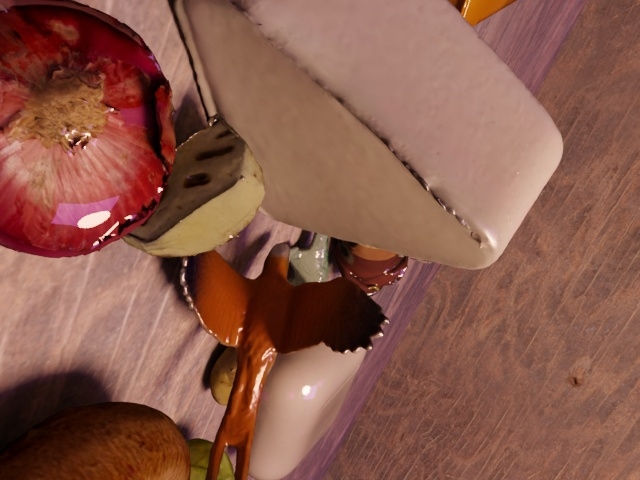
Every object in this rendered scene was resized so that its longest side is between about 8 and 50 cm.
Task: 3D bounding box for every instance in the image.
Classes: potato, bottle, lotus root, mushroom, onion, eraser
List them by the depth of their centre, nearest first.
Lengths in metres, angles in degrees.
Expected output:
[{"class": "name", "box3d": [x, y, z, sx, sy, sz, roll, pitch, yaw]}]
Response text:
[{"class": "onion", "box3d": [-0.168, -0.063, 0.357, 0.150, 0.150, 0.140, -51, -161, -22]}, {"class": "eraser", "box3d": [0.014, -0.137, 0.519, 0.150, 0.331, 0.331, -53, 160, -20]}, {"class": "mushroom", "box3d": [-0.258, 0.311, 0.547, 0.345, 0.239, 0.345, -34, 169, -7]}, {"class": "lotus root", "box3d": [-0.106, -0.031, 0.549, 0.143, 0.070, 0.144, -43, 161, 3]}, {"class": "potato", "box3d": [-0.124, 0.196, 0.887, 0.138, 0.070, 0.092, -50, 169, 32]}, {"class": "bottle", "box3d": [0.094, 0.016, 1.051, 0.156, 0.143, 0.271, -47, 159, -29]}]

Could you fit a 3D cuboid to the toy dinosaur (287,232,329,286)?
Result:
[{"class": "toy dinosaur", "box3d": [-0.024, 0.026, 0.885, 0.129, 0.076, 0.382, -50, 164, -41]}]

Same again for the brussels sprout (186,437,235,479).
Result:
[{"class": "brussels sprout", "box3d": [-0.214, 0.399, 0.863, 0.223, 0.161, 0.223, -52, -177, 4]}]

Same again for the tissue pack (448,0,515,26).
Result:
[{"class": "tissue pack", "box3d": [0.185, -0.386, 0.669, 0.274, 0.145, 0.194, -41, 156, -43]}]

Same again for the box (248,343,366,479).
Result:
[{"class": "box", "box3d": [-0.036, 0.307, 1.170, 0.289, 0.141, 0.348, -34, 150, -48]}]

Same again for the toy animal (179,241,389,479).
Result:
[{"class": "toy animal", "box3d": [-0.070, 0.153, 0.730, 0.302, 0.225, 0.284, -104, -151, -83]}]
